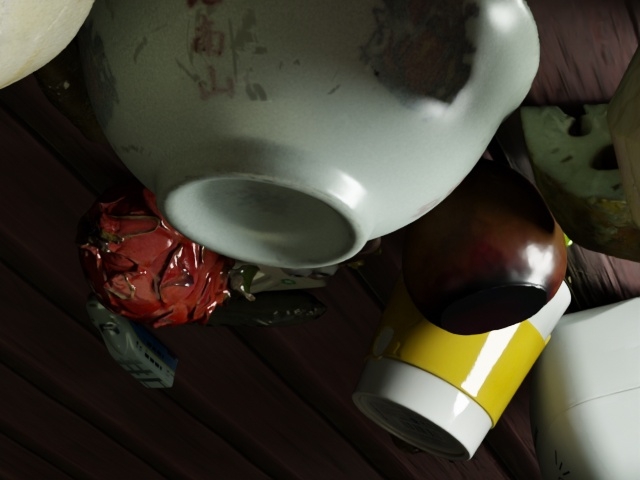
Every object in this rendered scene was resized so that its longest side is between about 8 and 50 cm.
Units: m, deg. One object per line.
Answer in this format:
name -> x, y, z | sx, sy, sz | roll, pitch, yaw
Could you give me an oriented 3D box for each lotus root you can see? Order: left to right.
lotus root -> 0.295, -0.056, 1.230 | 0.234, 0.138, 0.119 | 5, 145, 22

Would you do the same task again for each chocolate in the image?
chocolate -> 0.160, 0.003, 1.351 | 0.176, 0.177, 0.177 | 9, 155, 4

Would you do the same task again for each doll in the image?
doll -> 0.009, 0.001, 1.501 | 0.145, 0.096, 0.188 | -1, 164, 39

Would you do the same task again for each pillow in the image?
pillow -> -0.090, 0.083, 1.742 | 0.241, 0.051, 0.093 | -3, -169, 28

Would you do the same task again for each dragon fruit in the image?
dragon fruit -> -0.177, 0.009, 1.500 | 0.209, 0.172, 0.172 | 27, 150, -33

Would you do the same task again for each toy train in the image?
toy train -> -0.278, 0.148, 1.971 | 0.052, 0.051, 0.234 | -3, 152, 19

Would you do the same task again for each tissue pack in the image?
tissue pack -> 0.371, 0.228, 1.613 | 0.229, 0.236, 0.333 | -14, 153, 0

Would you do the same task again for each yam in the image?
yam -> -0.251, -0.175, 1.264 | 0.061, 0.061, 0.253 | 1, 153, 19

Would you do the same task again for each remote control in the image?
remote control -> -0.105, 0.039, 1.672 | 0.230, 0.049, 0.090 | -5, 153, 28

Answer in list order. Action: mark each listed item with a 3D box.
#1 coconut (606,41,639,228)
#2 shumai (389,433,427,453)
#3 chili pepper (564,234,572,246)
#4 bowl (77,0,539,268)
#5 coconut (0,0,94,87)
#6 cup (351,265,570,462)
coconut -> 0.347, -0.099, 1.011 | 0.259, 0.259, 0.259 | 9, 155, 4
shumai -> 0.172, 0.244, 1.923 | 0.105, 0.123, 0.139 | 11, 144, -27
chili pepper -> 0.242, -0.012, 1.460 | 0.083, 0.017, 0.030 | 26, 153, -31
bowl -> -0.034, -0.099, 1.178 | 0.434, 0.196, 0.435 | 8, 156, 4
coconut -> -0.277, -0.217, 0.979 | 0.237, 0.266, 0.237 | 8, 120, 15
cup -> 0.134, 0.111, 1.508 | 0.185, 0.226, 0.241 | 37, 159, -22
